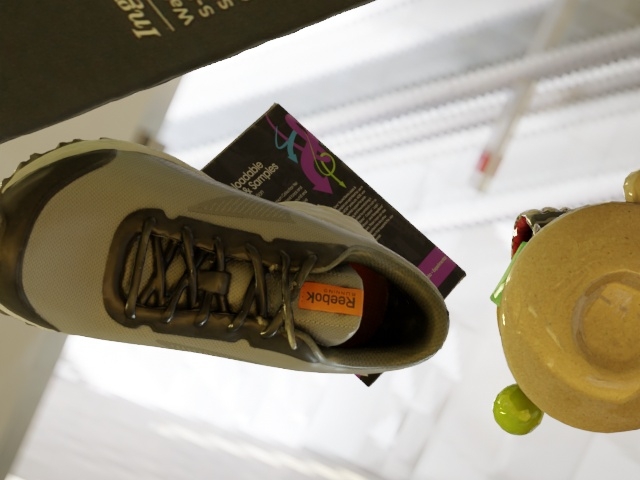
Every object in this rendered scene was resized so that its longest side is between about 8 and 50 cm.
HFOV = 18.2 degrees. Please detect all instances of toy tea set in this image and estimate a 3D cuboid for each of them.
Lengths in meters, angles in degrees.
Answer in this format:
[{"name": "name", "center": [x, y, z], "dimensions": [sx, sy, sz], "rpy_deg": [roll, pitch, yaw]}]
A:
[{"name": "toy tea set", "center": [0.168, 0.015, 0.790], "dimensions": [0.200, 0.336, 0.124], "rpy_deg": [43, 179, -12]}]

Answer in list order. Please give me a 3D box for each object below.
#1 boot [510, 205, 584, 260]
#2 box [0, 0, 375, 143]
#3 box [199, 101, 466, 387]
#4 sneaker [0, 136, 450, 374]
[{"name": "boot", "center": [0.227, 0.016, 1.283], "dimensions": [0.178, 0.085, 0.236], "rpy_deg": [-2, -177, -6]}, {"name": "box", "center": [0.009, -0.238, 0.657], "dimensions": [0.395, 0.293, 0.212], "rpy_deg": [-17, 122, 40]}, {"name": "box", "center": [0.000, 0.000, 1.208], "dimensions": [0.162, 0.029, 0.116], "rpy_deg": [43, -139, 2]}, {"name": "sneaker", "center": [-0.047, 0.014, 1.004], "dimensions": [0.271, 0.100, 0.108], "rpy_deg": [10, -175, -38]}]
